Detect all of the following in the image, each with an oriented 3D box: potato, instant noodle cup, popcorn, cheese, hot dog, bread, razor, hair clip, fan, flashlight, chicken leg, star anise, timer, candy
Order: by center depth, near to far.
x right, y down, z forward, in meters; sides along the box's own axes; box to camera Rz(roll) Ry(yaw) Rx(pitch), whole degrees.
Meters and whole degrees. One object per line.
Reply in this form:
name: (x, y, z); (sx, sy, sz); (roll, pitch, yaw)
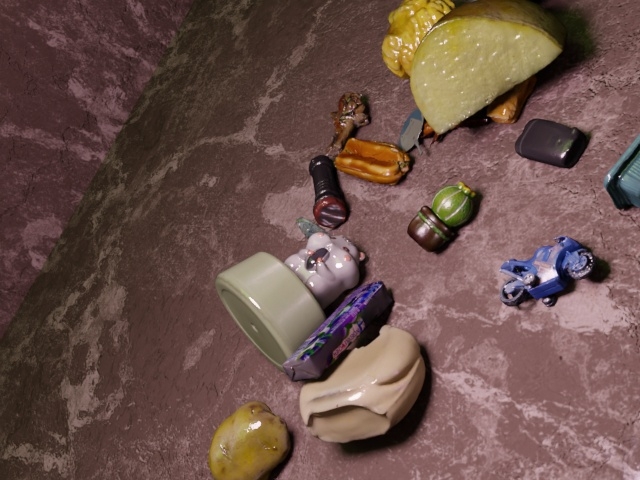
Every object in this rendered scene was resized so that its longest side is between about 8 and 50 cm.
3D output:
instant noodle cup: (0.579, -0.130, 1.483); (0.070, 0.157, 0.179); (42, 98, 32)
cheese: (0.082, 0.293, 1.725); (0.266, 0.127, 0.233); (-21, 22, 35)
razor: (0.467, -0.199, 1.741); (0.090, 0.054, 0.148); (-60, 34, 1)
candy: (0.042, 0.189, 1.803); (0.088, 0.061, 0.312); (-22, 13, 44)
potato: (0.348, -0.442, 1.875); (0.330, 0.213, 0.280); (-32, 18, 30)
bread: (0.423, -0.320, 1.892); (0.074, 0.053, 0.132); (22, 77, 54)
potato: (-0.161, 0.458, 1.899); (0.200, 0.137, 0.154); (-53, 35, 3)
timer: (-0.038, 0.105, 1.972); (0.315, 0.291, 0.290); (-40, 31, -17)
star anise: (0.307, -0.304, 2.019); (0.212, 0.053, 0.157); (-24, 50, 43)
fan: (0.227, -0.253, 2.081); (0.113, 0.005, 0.175); (-61, 22, 27)
hot dog: (0.128, -0.201, 2.138); (0.115, 0.072, 0.269); (-59, 33, -3)
hair clip: (0.002, 0.001, 2.160); (0.066, 0.036, 0.229); (-55, 41, 8)
popcorn: (0.264, -0.519, 2.166); (0.200, 0.226, 0.203); (15, 29, 21)
flashlight: (0.016, -0.132, 2.217); (0.093, 0.093, 0.232); (-39, 33, 24)
chicken leg: (0.072, -0.312, 2.290); (0.125, 0.080, 0.196); (-32, 38, 36)

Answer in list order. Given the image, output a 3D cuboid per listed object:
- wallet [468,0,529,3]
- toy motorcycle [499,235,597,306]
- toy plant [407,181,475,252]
wallet: (0.439, -0.575, 1.996); (0.250, 0.075, 0.176); (-28, 3, 35)
toy motorcycle: (0.419, 0.053, 1.585); (0.205, 0.076, 0.114); (-28, 35, 38)
toy plant: (0.264, -0.055, 1.838); (0.162, 0.092, 0.093); (-48, 35, 12)
